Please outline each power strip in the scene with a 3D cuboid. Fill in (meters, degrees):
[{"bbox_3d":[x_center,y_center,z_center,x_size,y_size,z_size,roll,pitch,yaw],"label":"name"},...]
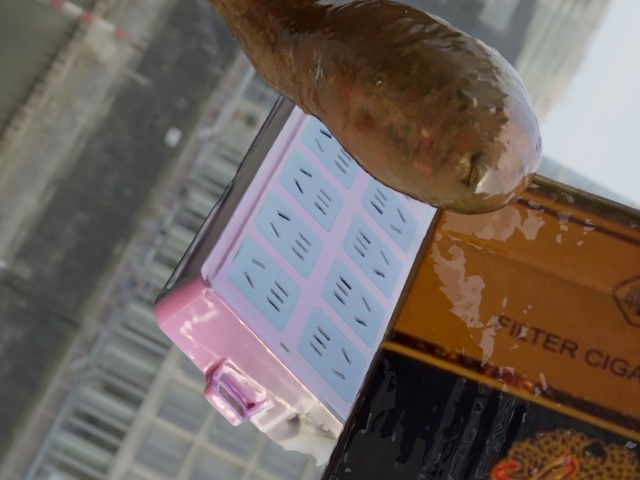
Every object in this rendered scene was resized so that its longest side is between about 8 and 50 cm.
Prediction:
[{"bbox_3d":[0.000,0.000,0.861,0.037,0.109,0.279,-36,-165,29],"label":"power strip"}]

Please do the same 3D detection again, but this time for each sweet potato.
[{"bbox_3d":[0.000,-0.064,0.519,0.214,0.050,0.050,43,-70,46],"label":"sweet potato"}]

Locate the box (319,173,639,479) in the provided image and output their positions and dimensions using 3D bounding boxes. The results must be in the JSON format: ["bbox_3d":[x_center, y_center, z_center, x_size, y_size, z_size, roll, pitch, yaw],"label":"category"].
[{"bbox_3d":[0.073,0.102,0.546,0.070,0.152,0.237,88,24,-62],"label":"box"}]
